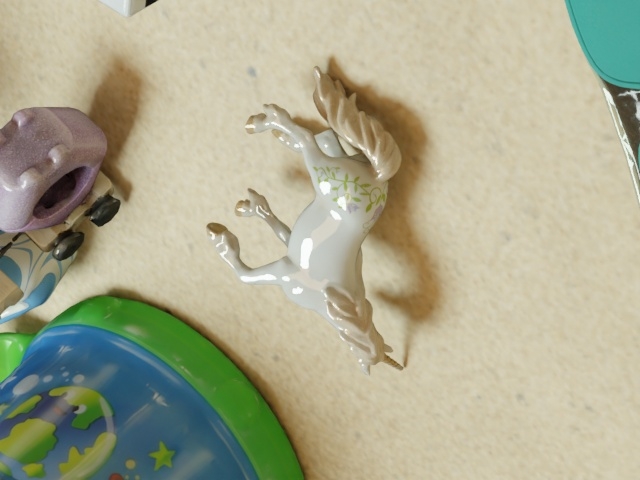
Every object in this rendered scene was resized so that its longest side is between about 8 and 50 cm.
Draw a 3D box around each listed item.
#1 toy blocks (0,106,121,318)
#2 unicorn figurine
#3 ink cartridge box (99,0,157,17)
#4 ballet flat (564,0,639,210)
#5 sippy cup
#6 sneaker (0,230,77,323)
[{"bbox_3d":[-0.318,-0.070,0.826,0.309,0.288,0.260,43,168,11],"label":"toy blocks"},{"bbox_3d":[0.000,0.000,0.810,0.111,0.060,0.162,34,137,20],"label":"unicorn figurine"},{"bbox_3d":[-0.195,-0.263,0.795,0.332,0.065,0.165,33,136,18],"label":"ink cartridge box"},{"bbox_3d":[0.151,-0.066,0.609,0.086,0.086,0.248,7,126,39],"label":"ballet flat"},{"bbox_3d":[-0.162,0.188,0.970,0.305,0.224,0.240,-3,116,43],"label":"sippy cup"},{"bbox_3d":[-0.250,0.027,1.039,0.237,0.086,0.085,-20,105,49],"label":"sneaker"}]
